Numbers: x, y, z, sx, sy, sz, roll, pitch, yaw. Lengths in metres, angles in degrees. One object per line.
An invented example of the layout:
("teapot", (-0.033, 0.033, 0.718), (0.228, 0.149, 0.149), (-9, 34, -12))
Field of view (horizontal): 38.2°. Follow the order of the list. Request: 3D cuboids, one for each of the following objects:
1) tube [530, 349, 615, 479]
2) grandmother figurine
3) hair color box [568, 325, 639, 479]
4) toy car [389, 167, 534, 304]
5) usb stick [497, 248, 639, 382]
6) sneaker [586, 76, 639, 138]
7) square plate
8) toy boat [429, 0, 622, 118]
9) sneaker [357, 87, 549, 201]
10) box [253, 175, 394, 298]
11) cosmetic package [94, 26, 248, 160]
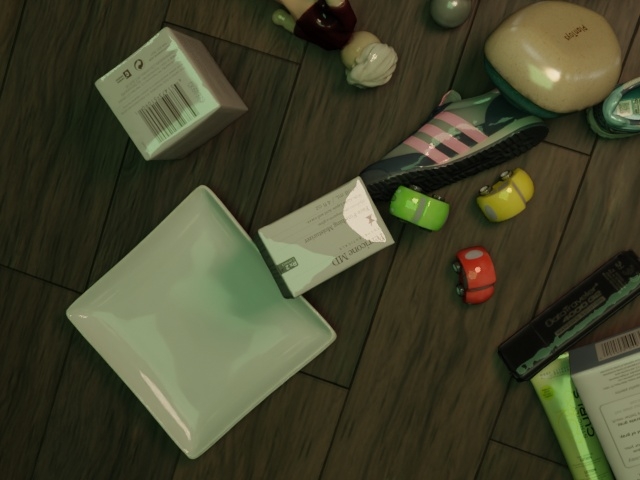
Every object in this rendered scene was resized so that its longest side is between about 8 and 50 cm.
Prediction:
("tube", (0.414, 0.304, 1.508), (0.070, 0.062, 0.240), (-15, 84, -28))
("grandmother figurine", (-0.012, -0.372, 1.457), (0.342, 0.208, 0.104), (42, 83, -14))
("hair color box", (0.543, 0.320, 1.428), (0.185, 0.113, 0.374), (-23, 98, 17))
("toy car", (0.217, -0.026, 1.472), (0.225, 0.053, 0.239), (19, 98, -16))
("usb stick", (0.409, 0.123, 1.492), (0.278, 0.045, 0.077), (-40, 57, 10))
("sneaker", (0.555, -0.219, 1.406), (0.283, 0.122, 0.110), (-19, 92, 10))
("square plate", (-0.207, 0.141, 1.592), (0.344, 0.049, 0.347), (-42, 88, 10))
("toy boat", (0.305, -0.309, 1.411), (0.318, 0.267, 0.148), (48, 137, 16))
("sneaker", (0.196, -0.165, 1.491), (0.319, 0.112, 0.131), (-20, 69, 11))
("box", (0.000, 0.000, 1.460), (0.181, 0.182, 0.119), (-29, 90, -8))
("cosmetic package", (-0.236, -0.231, 1.495), (0.151, 0.184, 0.151), (-34, 90, 10))
